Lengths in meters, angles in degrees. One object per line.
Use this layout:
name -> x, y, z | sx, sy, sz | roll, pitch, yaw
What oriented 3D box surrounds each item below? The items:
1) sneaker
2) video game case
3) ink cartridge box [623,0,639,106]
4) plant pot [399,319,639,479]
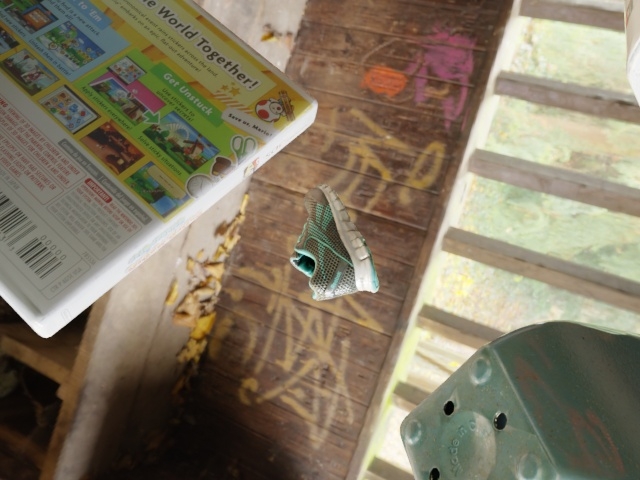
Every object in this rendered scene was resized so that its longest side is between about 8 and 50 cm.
sneaker -> 0.000, 0.000, 0.663 | 0.076, 0.166, 0.065 | -20, 129, -5
video game case -> -0.151, -0.089, 0.373 | 0.206, 0.227, 0.026 | -43, 166, -26
ink cartridge box -> 0.154, -0.156, 0.298 | 0.179, 0.045, 0.146 | 22, 68, -47
plant pot -> 0.229, 0.229, 0.637 | 0.252, 0.248, 0.247 | 21, 122, -30
